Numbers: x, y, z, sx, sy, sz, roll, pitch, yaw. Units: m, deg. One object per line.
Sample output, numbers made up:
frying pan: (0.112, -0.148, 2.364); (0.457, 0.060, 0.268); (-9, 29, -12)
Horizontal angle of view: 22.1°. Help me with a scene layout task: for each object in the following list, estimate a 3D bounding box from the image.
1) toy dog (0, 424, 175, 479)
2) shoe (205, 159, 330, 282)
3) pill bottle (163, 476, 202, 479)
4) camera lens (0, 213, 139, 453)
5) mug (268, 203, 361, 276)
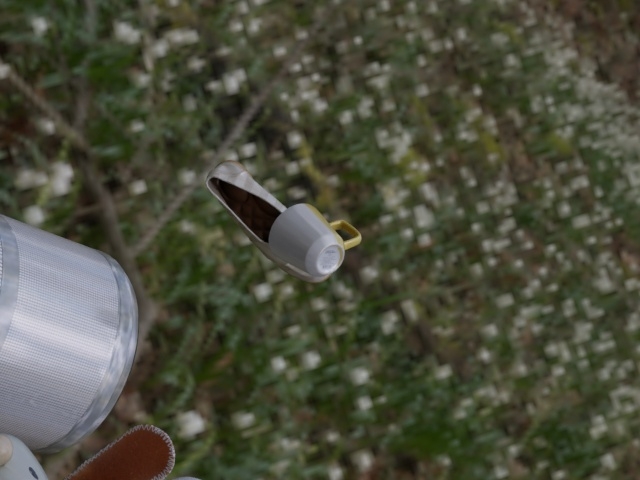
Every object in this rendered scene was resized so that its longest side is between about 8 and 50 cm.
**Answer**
toy dog: (-0.158, 0.248, 1.249); (0.161, 0.334, 0.220); (101, 11, -47)
shoe: (-0.073, -0.020, 2.226); (0.219, 0.076, 0.058); (43, 16, 5)
pill bottle: (-0.191, 0.319, 1.651); (0.246, 0.136, 0.136); (-18, 91, -62)
camera lens: (-0.337, 0.083, 1.636); (0.219, 0.274, 0.219); (-24, -125, 40)
mug: (-0.003, -0.001, 1.619); (0.064, 0.078, 0.062); (38, -13, 45)
